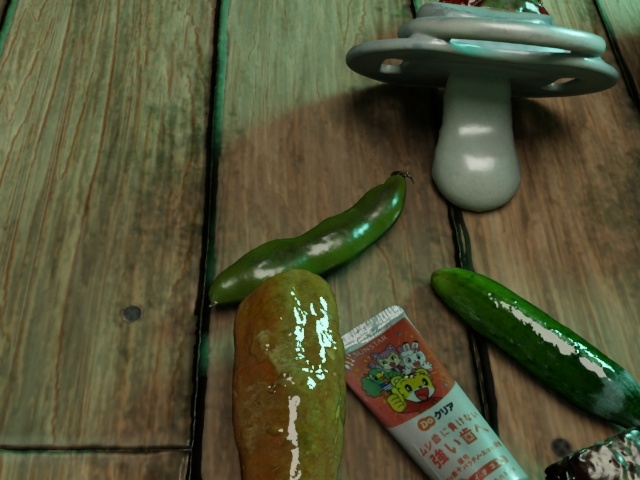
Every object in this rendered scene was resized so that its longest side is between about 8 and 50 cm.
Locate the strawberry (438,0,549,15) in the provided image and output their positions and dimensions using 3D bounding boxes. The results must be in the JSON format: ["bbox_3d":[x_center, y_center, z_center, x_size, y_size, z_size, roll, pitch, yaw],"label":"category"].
[{"bbox_3d":[0.205,-0.265,0.864,0.145,0.086,0.145,-1,55,1],"label":"strawberry"}]

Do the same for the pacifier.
[{"bbox_3d":[0.161,-0.134,0.742,0.278,0.227,0.207,6,96,-2],"label":"pacifier"}]

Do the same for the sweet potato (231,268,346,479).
[{"bbox_3d":[-0.024,0.144,0.571,0.097,0.097,0.252,2,62,-5],"label":"sweet potato"}]

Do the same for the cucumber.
[{"bbox_3d":[0.203,0.096,0.642,0.250,0.056,0.056,36,60,18],"label":"cucumber"}]

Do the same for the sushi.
[{"bbox_3d":[0.231,0.195,0.552,0.098,0.094,0.084,-20,59,2],"label":"sushi"}]

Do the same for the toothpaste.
[{"bbox_3d":[0.098,0.156,0.597,0.089,0.057,0.234,-28,55,-19],"label":"toothpaste"}]

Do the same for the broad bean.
[{"bbox_3d":[0.003,0.002,0.687,0.254,0.046,0.065,-31,58,-25],"label":"broad bean"}]
